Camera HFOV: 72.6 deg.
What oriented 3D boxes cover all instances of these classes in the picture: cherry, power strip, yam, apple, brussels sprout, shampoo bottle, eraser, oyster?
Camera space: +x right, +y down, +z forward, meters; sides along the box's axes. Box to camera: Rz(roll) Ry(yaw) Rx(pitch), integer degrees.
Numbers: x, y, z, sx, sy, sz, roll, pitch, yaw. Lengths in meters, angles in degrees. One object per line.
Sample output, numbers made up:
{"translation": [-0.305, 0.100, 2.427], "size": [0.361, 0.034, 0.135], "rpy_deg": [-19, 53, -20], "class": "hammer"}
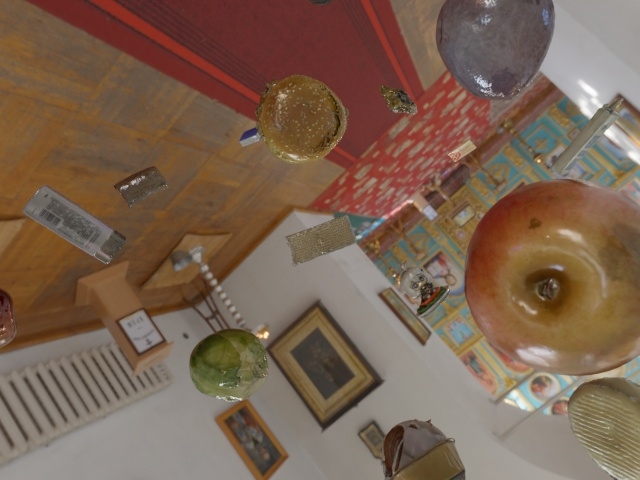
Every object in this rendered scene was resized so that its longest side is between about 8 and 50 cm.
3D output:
{"translation": [0.334, -0.402, 0.843], "size": [0.213, 0.266, 0.183], "rpy_deg": [-11, -176, 9], "class": "cherry"}
{"translation": [0.555, -0.212, 0.909], "size": [0.047, 0.030, 0.191], "rpy_deg": [-6, 139, -36], "class": "power strip"}
{"translation": [-0.510, -0.156, 1.242], "size": [0.127, 0.084, 0.084], "rpy_deg": [-34, 167, -16], "class": "yam"}
{"translation": [0.442, 0.070, 0.799], "size": [0.363, 0.364, 0.364], "rpy_deg": [-38, 169, -9], "class": "apple"}
{"translation": [-0.799, 0.175, 0.995], "size": [0.168, 0.181, 0.181], "rpy_deg": [-4, 149, -33], "class": "apple"}
{"translation": [-0.171, 0.236, 0.828], "size": [0.155, 0.155, 0.118], "rpy_deg": [-27, 145, -48], "class": "brussels sprout"}
{"translation": [-0.606, -0.038, 1.085], "size": [0.086, 0.227, 0.056], "rpy_deg": [-52, -157, 0], "class": "shampoo bottle"}
{"translation": [-0.242, -0.372, 1.545], "size": [0.084, 0.027, 0.063], "rpy_deg": [-13, -138, 31], "class": "eraser"}
{"translation": [0.167, -0.299, 0.924], "size": [0.034, 0.093, 0.051], "rpy_deg": [123, -19, -60], "class": "oyster"}

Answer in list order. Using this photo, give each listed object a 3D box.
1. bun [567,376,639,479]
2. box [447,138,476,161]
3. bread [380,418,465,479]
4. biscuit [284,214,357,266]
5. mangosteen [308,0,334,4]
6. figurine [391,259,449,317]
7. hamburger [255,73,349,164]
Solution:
{"translation": [0.767, 0.462, 1.073], "size": [0.146, 0.288, 0.287], "rpy_deg": [-14, 158, -25], "class": "bun"}
{"translation": [0.530, -0.339, 1.637], "size": [0.093, 0.015, 0.058], "rpy_deg": [-34, 136, 30], "class": "box"}
{"translation": [0.269, 0.611, 1.199], "size": [0.224, 0.212, 0.143], "rpy_deg": [-22, 124, -19], "class": "bread"}
{"translation": [0.000, 0.000, 1.486], "size": [0.238, 0.108, 0.062], "rpy_deg": [-20, -178, 3], "class": "biscuit"}
{"translation": [0.003, -0.752, 1.228], "size": [0.152, 0.152, 0.152], "rpy_deg": [-38, 169, -9], "class": "mangosteen"}
{"translation": [0.272, 0.126, 1.244], "size": [0.132, 0.154, 0.132], "rpy_deg": [-44, 175, -5], "class": "figurine"}
{"translation": [-0.044, -0.256, 0.908], "size": [0.182, 0.191, 0.118], "rpy_deg": [-45, -170, -13], "class": "hamburger"}
